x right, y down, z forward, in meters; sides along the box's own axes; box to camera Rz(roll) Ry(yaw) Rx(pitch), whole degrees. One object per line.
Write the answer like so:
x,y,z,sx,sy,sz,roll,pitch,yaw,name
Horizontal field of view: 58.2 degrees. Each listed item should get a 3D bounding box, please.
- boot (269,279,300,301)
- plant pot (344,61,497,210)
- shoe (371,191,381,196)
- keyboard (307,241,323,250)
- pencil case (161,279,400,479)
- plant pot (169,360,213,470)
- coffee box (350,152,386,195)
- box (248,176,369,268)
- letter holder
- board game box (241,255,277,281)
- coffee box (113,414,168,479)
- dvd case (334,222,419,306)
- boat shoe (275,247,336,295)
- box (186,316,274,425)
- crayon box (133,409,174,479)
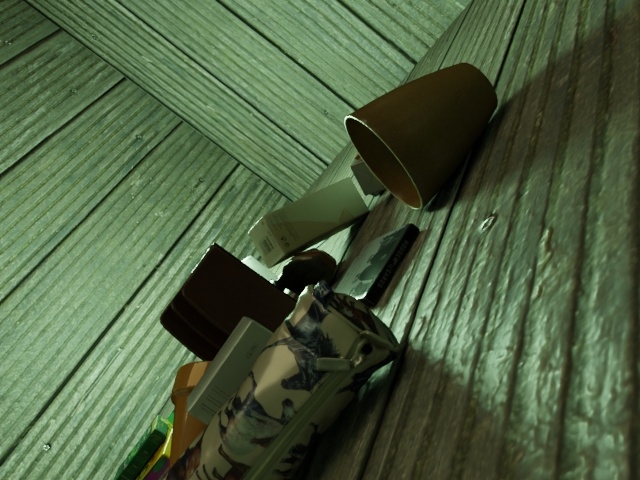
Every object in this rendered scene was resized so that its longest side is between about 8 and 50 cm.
-0.141,0.255,1.516,0.281,0.096,0.264,-61,25,-4,boot
0.217,-0.231,1.150,0.254,0.237,0.237,-40,7,-5,plant pot
0.187,-0.207,1.698,0.081,0.063,0.178,-45,17,38,shoe
0.000,0.000,2.056,0.256,0.014,0.072,-42,19,56,keyboard
-0.062,0.255,0.817,0.410,0.159,0.183,-53,5,1,pencil case
-0.204,0.364,1.112,0.205,0.205,0.188,-44,27,48,plant pot
0.186,-0.239,1.540,0.141,0.098,0.247,-17,28,29,coffee box
-0.031,-0.053,1.623,0.311,0.121,0.148,-27,-6,-30,box
-0.162,0.180,1.192,0.214,0.301,0.152,-55,9,-10,letter holder
-0.227,0.164,1.819,0.193,0.053,0.305,-35,33,-17,board game box
-0.481,0.569,1.544,0.184,0.040,0.113,-53,10,-4,coffee box
0.098,0.063,1.176,0.179,0.029,0.238,-56,8,-19,dvd case
-0.035,0.072,1.574,0.120,0.122,0.324,-54,8,-24,boat shoe
-0.103,0.253,0.979,0.182,0.181,0.119,-55,8,-11,box
-0.474,0.666,1.605,0.363,0.106,0.313,-52,8,7,crayon box
